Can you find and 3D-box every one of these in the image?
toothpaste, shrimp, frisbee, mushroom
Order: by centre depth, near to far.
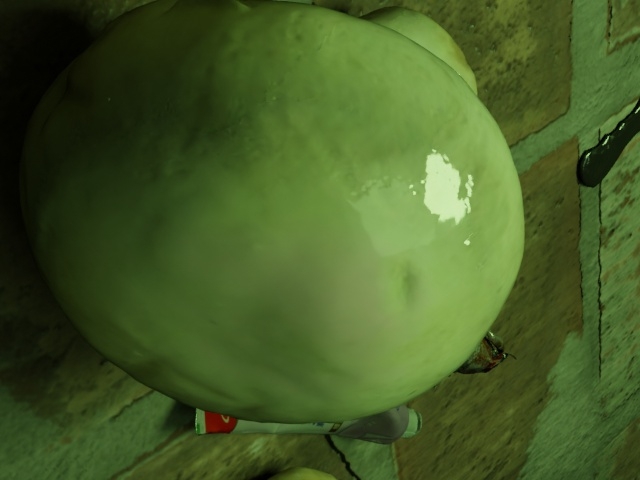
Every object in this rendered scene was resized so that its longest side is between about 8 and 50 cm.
[{"bbox_3d":[-0.010,-0.010,0.728,0.356,0.315,0.315,4,113,-46],"label":"mushroom"},{"bbox_3d":[-0.004,0.154,1.033,0.301,0.048,0.075,18,106,-47],"label":"toothpaste"},{"bbox_3d":[0.137,0.099,1.116,0.190,0.073,0.075,17,147,-39],"label":"shrimp"},{"bbox_3d":[0.356,-0.154,1.200,0.211,0.012,0.187,-24,131,-30],"label":"frisbee"}]

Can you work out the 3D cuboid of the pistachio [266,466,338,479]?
[{"bbox_3d":[-0.021,0.298,1.066,0.145,0.117,0.200,-3,136,0],"label":"pistachio"}]
